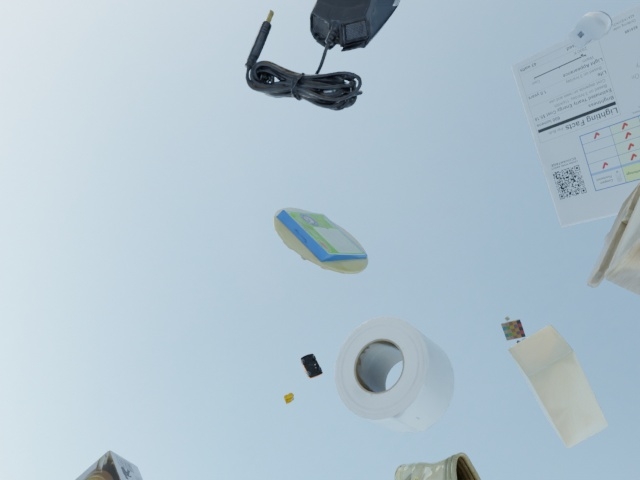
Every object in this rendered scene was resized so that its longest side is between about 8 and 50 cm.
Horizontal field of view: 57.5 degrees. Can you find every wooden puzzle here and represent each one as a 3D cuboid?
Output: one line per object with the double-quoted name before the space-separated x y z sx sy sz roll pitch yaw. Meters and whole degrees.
"wooden puzzle" 0.496 0.231 1.499 0.049 0.006 0.083 -17 -78 22

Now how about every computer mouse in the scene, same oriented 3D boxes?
"computer mouse" 0.014 -0.270 0.682 0.184 0.060 0.262 14 -96 36

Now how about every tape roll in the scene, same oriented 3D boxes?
"tape roll" 0.178 0.323 1.400 0.246 0.169 0.246 -18 -125 27

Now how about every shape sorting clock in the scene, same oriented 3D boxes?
"shape sorting clock" 0.000 0.000 1.132 0.206 0.206 0.040 41 -67 24

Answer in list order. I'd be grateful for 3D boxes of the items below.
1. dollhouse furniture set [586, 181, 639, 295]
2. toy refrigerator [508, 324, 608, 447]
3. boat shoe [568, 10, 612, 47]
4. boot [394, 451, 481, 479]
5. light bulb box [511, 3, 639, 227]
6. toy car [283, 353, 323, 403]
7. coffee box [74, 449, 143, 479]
"dollhouse furniture set" 0.500 0.036 0.585 0.355 0.174 0.303 28 -19 16
"toy refrigerator" 0.493 0.303 1.208 0.102 0.094 0.270 -33 -60 7
"boat shoe" 0.341 -0.267 0.722 0.035 0.100 0.035 -39 -92 8
"boot" 0.265 0.595 1.231 0.203 0.095 0.262 -36 -128 44
"light bulb box" 0.631 -0.252 1.156 0.357 0.225 0.362 -17 -90 48
"toy car" -0.048 0.305 1.284 0.060 0.122 0.041 41 -31 26
"coffee box" -0.453 0.641 1.278 0.297 0.168 0.119 41 -12 45
